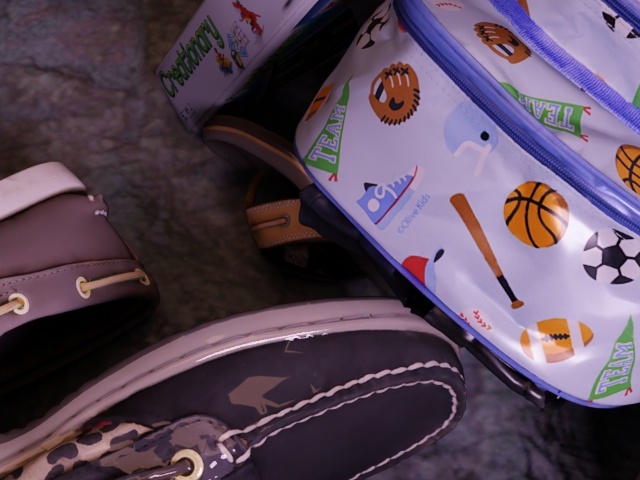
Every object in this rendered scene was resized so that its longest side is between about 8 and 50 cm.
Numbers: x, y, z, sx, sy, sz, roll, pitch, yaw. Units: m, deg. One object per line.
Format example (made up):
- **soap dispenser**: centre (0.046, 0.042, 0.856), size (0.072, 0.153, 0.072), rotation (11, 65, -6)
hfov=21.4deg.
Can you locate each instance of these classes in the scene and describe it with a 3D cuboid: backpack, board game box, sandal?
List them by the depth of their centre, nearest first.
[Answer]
- **backpack**: centre (0.124, -0.041, 0.829), size (0.276, 0.213, 0.263), rotation (36, 29, 14)
- **board game box**: centre (0.025, -0.158, 0.967), size (0.193, 0.305, 0.053), rotation (-30, 89, -20)
- **sandal**: centre (0.000, 0.000, 0.975), size (0.060, 0.090, 0.219), rotation (-47, 65, -4)

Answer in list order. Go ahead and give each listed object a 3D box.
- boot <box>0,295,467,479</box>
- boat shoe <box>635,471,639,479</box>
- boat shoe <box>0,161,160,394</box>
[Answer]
- **boot**: centre (-0.063, 0.197, 0.763), size (0.377, 0.138, 0.284), rotation (-19, 52, -14)
- **boat shoe**: centre (0.309, 0.158, 0.777), size (0.324, 0.123, 0.116), rotation (29, 47, 17)
- **boat shoe**: centre (-0.203, 0.059, 0.855), size (0.097, 0.116, 0.324), rotation (44, 36, 8)
